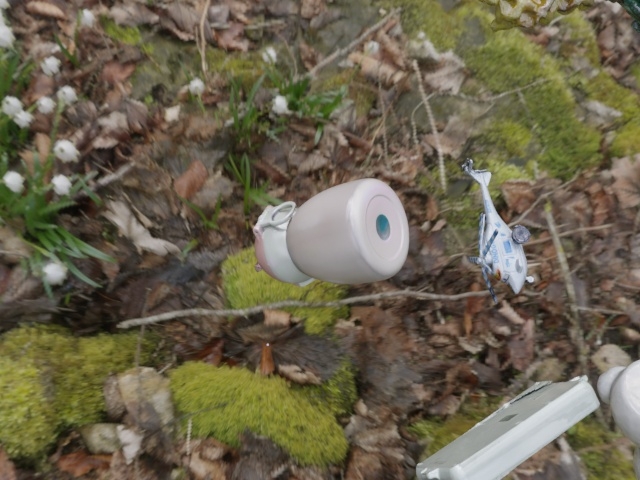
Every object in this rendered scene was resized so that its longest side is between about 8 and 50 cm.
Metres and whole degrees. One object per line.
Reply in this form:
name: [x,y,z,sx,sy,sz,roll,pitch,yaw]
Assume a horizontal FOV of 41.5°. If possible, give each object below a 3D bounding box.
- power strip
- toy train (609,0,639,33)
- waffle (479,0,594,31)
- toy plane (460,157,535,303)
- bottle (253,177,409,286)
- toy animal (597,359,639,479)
power strip: [0.175,0.183,0.792,0.192,0.081,0.035,-26,88,-26]
toy train: [0.219,-0.209,0.619,0.170,0.111,0.071,41,111,3]
waffle: [0.303,-0.438,1.144,0.281,0.058,0.301,-9,111,-23]
toy plane: [0.353,-0.022,1.709,0.107,0.182,0.273,-7,56,-7]
bottle: [0.000,0.000,1.259,0.236,0.147,0.148,-12,82,37]
toy animal: [0.652,0.393,1.601,0.196,0.241,0.368,-33,121,-20]
